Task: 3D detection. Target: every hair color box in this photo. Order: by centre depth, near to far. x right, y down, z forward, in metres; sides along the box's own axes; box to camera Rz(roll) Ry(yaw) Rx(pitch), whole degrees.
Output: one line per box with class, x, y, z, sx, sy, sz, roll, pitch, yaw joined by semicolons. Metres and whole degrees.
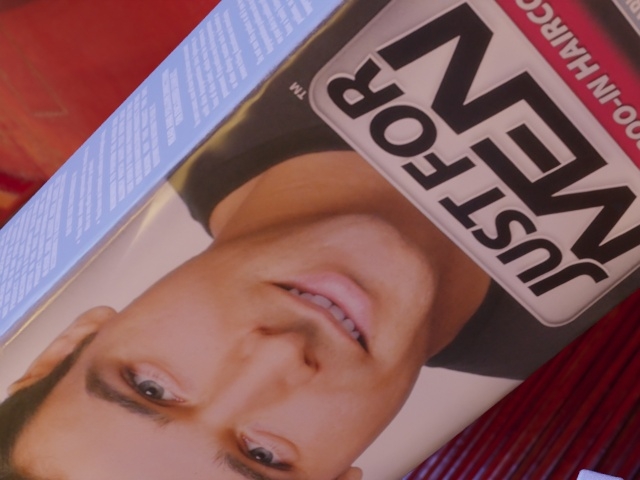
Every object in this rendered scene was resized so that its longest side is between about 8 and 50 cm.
hair color box;0.000;0.000;0.415;0.185;0.374;0.114;40;-163;-29

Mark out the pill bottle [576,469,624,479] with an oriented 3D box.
pill bottle;0.256;0.222;0.597;0.208;0.119;0.119;13;147;20
